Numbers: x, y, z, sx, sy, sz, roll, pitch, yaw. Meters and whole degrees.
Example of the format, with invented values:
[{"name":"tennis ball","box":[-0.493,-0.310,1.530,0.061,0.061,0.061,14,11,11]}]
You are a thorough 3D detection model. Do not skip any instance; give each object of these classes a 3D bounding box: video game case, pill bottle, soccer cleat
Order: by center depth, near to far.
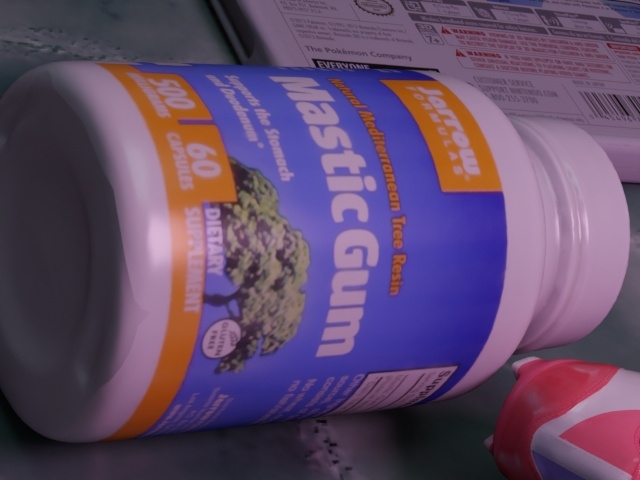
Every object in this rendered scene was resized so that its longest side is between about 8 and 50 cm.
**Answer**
[{"name":"pill bottle","box":[0.000,0.000,0.749,0.272,0.152,0.152,-3,46,-35]},{"name":"soccer cleat","box":[0.185,0.101,0.779,0.248,0.083,0.095,10,15,-35]},{"name":"video game case","box":[0.076,-0.149,1.082,0.329,0.036,0.300,1,44,-31]}]
